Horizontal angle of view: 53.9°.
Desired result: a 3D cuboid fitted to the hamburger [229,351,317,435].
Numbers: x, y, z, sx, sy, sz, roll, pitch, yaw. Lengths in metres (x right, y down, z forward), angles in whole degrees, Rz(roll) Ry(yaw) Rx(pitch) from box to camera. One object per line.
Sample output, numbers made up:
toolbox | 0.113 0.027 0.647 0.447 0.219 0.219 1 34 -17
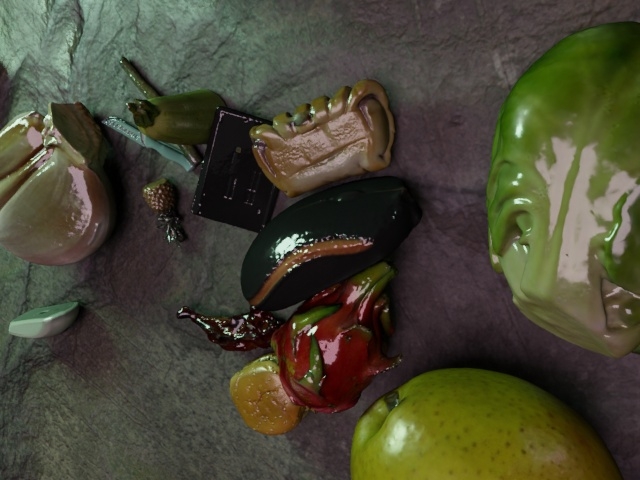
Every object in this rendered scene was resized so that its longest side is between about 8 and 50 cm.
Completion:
hamburger | -0.084 0.274 1.118 0.147 0.083 0.138 -26 97 30

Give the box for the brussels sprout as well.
brussels sprout | 0.330 -0.054 0.726 0.281 0.289 0.354 18 83 18

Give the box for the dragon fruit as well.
dragon fruit | 0.039 0.149 0.986 0.198 0.200 0.269 38 88 23

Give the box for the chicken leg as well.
chicken leg | -0.157 0.156 1.135 0.219 0.048 0.089 -3 100 24

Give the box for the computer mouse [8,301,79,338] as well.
computer mouse | -0.568 0.171 1.294 0.182 0.089 0.056 -10 101 27

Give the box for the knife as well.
knife | -0.309 -0.178 1.129 0.210 0.015 0.028 30 119 14

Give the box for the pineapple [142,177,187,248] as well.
pineapple | -0.274 -0.048 1.137 0.058 0.058 0.124 -10 114 25

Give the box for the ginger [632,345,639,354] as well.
ginger | 0.456 0.093 0.834 0.290 0.089 0.137 21 93 21

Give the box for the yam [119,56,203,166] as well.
yam | -0.279 -0.226 1.094 0.027 0.029 0.234 -39 86 38

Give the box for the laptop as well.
laptop | -0.131 -0.112 1.041 0.135 0.016 0.197 15 112 -6

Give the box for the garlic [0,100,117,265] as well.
garlic | -0.503 -0.088 1.172 0.325 0.132 0.279 -42 85 24

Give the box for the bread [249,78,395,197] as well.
bread | 0.007 -0.151 0.958 0.225 0.081 0.134 -17 109 19

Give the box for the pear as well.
pear | 0.232 0.368 0.863 0.418 0.362 0.362 39 116 3

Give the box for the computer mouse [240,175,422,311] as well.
computer mouse | -0.004 -0.003 0.952 0.323 0.183 0.116 -29 114 27

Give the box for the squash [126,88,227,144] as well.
squash | -0.230 -0.196 0.978 0.094 0.224 0.094 3 99 19
